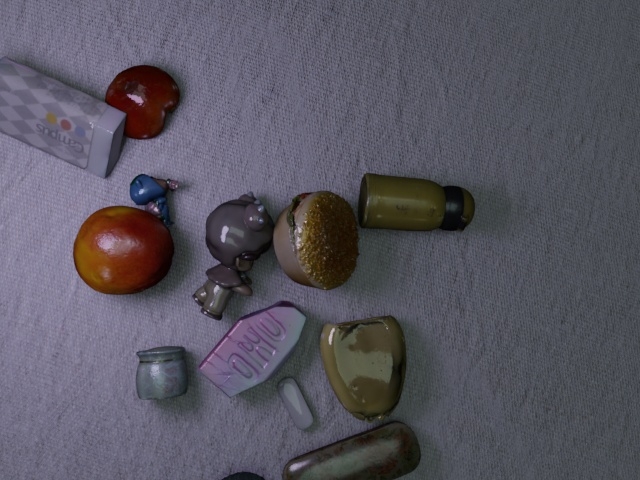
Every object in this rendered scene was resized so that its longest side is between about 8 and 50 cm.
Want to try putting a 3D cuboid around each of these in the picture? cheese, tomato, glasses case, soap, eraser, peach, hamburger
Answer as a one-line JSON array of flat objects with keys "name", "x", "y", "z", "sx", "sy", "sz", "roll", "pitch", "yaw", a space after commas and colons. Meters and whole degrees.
[{"name": "cheese", "x": 0.143, "y": 0.388, "z": 1.744, "sx": 0.259, "sy": 0.128, "sz": 0.316, "roll": -12, "pitch": 81, "yaw": 3}, {"name": "tomato", "x": -0.552, "y": -0.432, "z": 1.742, "sx": 0.200, "sy": 0.139, "sz": 0.233, "roll": 23, "pitch": 85, "yaw": 4}, {"name": "glasses case", "x": -0.076, "y": 0.496, "z": 1.755, "sx": 0.063, "sy": 0.041, "sz": 0.164, "roll": -28, "pitch": 88, "yaw": -7}, {"name": "soap", "x": -0.188, "y": 0.315, "z": 1.729, "sx": 0.193, "sy": 0.109, "sz": 0.324, "roll": 41, "pitch": 83, "yaw": -1}, {"name": "glasses case", "x": 0.093, "y": 0.674, "z": 1.726, "sx": 0.425, "sy": 0.098, "sz": 0.157, "roll": -19, "pitch": 83, "yaw": -5}, {"name": "eraser", "x": -0.791, "y": -0.362, "z": 1.718, "sx": 0.396, "sy": 0.082, "sz": 0.213, "roll": 25, "pitch": 124, "yaw": -3}, {"name": "peach", "x": -0.563, "y": 0.034, "z": 1.657, "sx": 0.280, "sy": 0.238, "sz": 0.281, "roll": 3, "pitch": 76, "yaw": -12}, {"name": "hamburger", "x": 0.000, "y": 0.000, "z": 1.679, "sx": 0.302, "sy": 0.170, "sz": 0.302, "roll": 16, "pitch": 68, "yaw": -47}]

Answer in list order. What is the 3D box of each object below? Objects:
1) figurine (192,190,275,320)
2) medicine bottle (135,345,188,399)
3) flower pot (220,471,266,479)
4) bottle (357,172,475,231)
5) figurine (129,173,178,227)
[{"name": "figurine", "x": -0.265, "y": 0.040, "z": 1.704, "sx": 0.203, "sy": 0.248, "sz": 0.381, "roll": 21, "pitch": 99, "yaw": -17}, {"name": "medicine bottle", "x": -0.464, "y": 0.383, "z": 1.682, "sx": 0.147, "sy": 0.147, "sz": 0.143, "roll": -5, "pitch": 83, "yaw": -5}, {"name": "flower pot", "x": -0.248, "y": 0.781, "z": 1.663, "sx": 0.243, "sy": 0.157, "sz": 0.189, "roll": -36, "pitch": 90, "yaw": -7}, {"name": "bottle", "x": 0.298, "y": -0.107, "z": 1.771, "sx": 0.351, "sy": 0.171, "sz": 0.172, "roll": 5, "pitch": 85, "yaw": -7}, {"name": "figurine", "x": -0.489, "y": -0.129, "z": 1.748, "sx": 0.144, "sy": 0.114, "sz": 0.178, "roll": -31, "pitch": 100, "yaw": -13}]
